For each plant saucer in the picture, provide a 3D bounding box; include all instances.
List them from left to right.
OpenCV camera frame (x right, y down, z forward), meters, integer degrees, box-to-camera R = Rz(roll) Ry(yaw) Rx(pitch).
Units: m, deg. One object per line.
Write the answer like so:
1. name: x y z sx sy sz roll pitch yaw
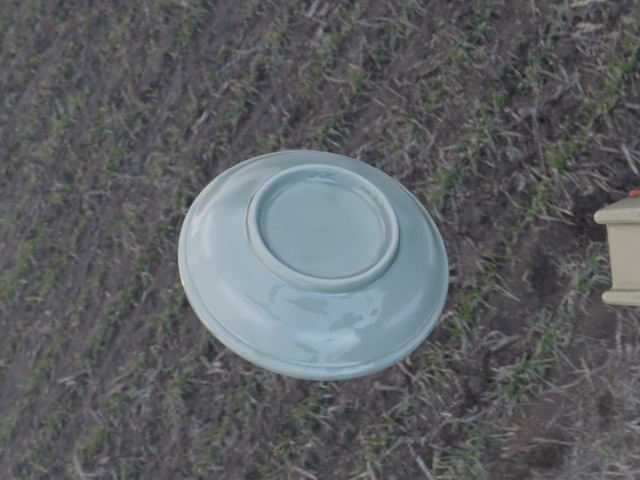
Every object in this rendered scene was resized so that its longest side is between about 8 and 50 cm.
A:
1. plant saucer: 0.000 0.000 1.171 0.100 0.401 0.400 106 148 -53

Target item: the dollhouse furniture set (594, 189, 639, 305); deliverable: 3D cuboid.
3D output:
1. dollhouse furniture set: 0.357 -0.002 0.618 0.259 0.135 0.261 -3 96 50
